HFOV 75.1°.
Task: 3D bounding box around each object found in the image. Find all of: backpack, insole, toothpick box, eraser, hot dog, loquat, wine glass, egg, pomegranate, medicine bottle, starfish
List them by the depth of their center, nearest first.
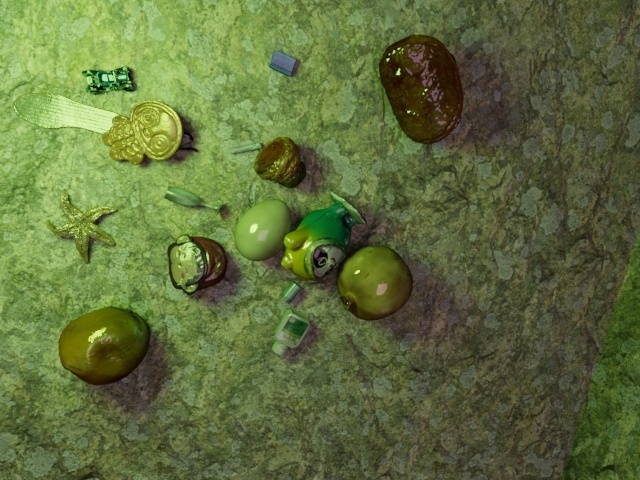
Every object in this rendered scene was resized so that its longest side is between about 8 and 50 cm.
[{"bbox_3d":[-0.846,-0.424,1.417,0.348,0.009,0.119,11,100,-15],"label":"insole"},{"bbox_3d":[-0.843,-0.053,1.489,0.236,0.062,0.277,-14,101,-15],"label":"starfish"},{"bbox_3d":[-0.769,0.367,1.495,0.276,0.276,0.284,47,73,-18],"label":"loquat"},{"bbox_3d":[-0.139,-0.644,1.515,0.085,0.027,0.063,19,99,-17],"label":"eraser"},{"bbox_3d":[0.370,-0.548,1.528,0.267,0.174,0.387,-12,117,36],"label":"hot dog"},{"bbox_3d":[-0.469,-0.146,1.541,0.198,0.066,0.066,18,98,-14],"label":"wine glass"},{"bbox_3d":[-0.210,-0.041,1.554,0.188,0.188,0.253,36,88,-18],"label":"egg"},{"bbox_3d":[-0.456,0.088,1.562,0.229,0.139,0.229,1,85,-7],"label":"backpack"},{"bbox_3d":[0.203,0.174,1.645,0.319,0.319,0.319,-3,103,-12],"label":"pomegranate"},{"bbox_3d":[-0.121,0.212,1.704,0.052,0.052,0.083,39,91,-18],"label":"toothpick box"},{"bbox_3d":[-0.130,0.385,1.734,0.119,0.069,0.183,29,96,-20],"label":"medicine bottle"}]

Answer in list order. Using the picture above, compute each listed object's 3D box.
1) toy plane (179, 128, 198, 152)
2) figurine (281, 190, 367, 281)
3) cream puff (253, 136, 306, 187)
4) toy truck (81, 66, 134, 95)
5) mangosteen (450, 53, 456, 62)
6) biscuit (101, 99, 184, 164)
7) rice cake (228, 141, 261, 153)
[{"bbox_3d":[-0.535,-0.364,1.480,0.197,0.053,0.078,4,111,-18],"label":"toy plane"},{"bbox_3d":[0.000,0.000,1.596,0.340,0.231,0.323,-49,143,-6],"label":"figurine"},{"bbox_3d":[-0.133,-0.270,1.550,0.183,0.183,0.169,-48,131,1],"label":"cream puff"},{"bbox_3d":[-0.709,-0.535,1.387,0.154,0.078,0.080,-9,103,-10],"label":"toy truck"},{"bbox_3d":[0.448,-0.675,1.600,0.140,0.140,0.140,-3,103,-12],"label":"mangosteen"},{"bbox_3d":[-0.607,-0.362,1.422,0.289,0.044,0.202,-14,106,5],"label":"biscuit"},{"bbox_3d":[-0.280,-0.345,1.555,0.121,0.021,0.022,-13,115,-10],"label":"rice cake"}]
